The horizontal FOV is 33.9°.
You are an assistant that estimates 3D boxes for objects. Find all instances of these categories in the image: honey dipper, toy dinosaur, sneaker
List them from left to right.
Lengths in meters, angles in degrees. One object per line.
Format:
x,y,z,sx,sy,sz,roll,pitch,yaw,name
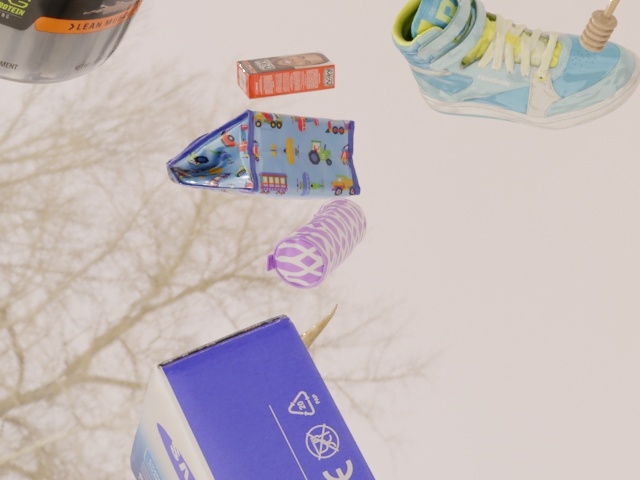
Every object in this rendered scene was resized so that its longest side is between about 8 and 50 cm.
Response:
-0.034,0.145,1.275,0.183,0.053,0.092,-38,-115,51,toy dinosaur
0.229,-0.243,1.329,0.319,0.127,0.208,4,-25,36,sneaker
0.314,-0.265,1.095,0.030,0.030,0.160,37,-37,16,honey dipper

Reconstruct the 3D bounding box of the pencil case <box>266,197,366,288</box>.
0.000,0.000,1.510,0.088,0.206,0.086,10,-70,16,pencil case

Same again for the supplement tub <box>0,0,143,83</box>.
-0.192,-0.295,0.787,0.207,0.207,0.338,47,-45,6,supplement tub

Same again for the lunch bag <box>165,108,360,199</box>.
-0.111,-0.122,1.814,0.293,0.221,0.138,-11,-99,51,lunch bag

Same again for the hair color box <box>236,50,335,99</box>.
-0.055,-0.260,1.650,0.072,0.141,0.043,-126,-148,-55,hair color box

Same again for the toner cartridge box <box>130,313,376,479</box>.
0.015,0.225,0.505,0.347,0.075,0.165,61,-26,19,toner cartridge box
